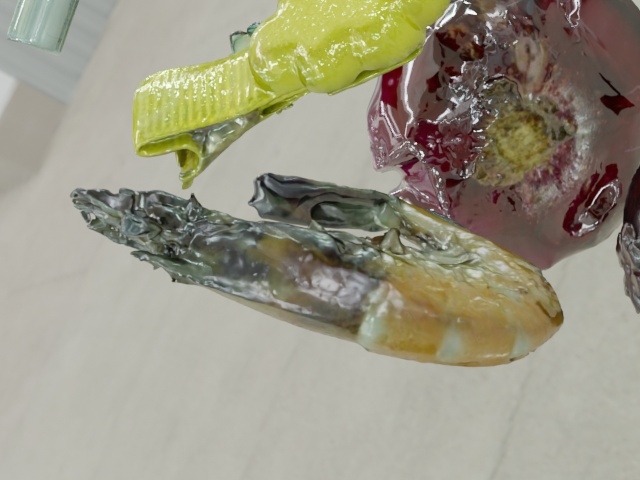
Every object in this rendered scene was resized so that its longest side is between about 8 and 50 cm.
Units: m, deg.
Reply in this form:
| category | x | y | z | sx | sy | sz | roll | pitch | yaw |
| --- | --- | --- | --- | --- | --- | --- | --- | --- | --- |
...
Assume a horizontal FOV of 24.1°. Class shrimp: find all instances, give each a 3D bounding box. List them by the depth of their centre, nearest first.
| category | x | y | z | sx | sy | sz | roll | pitch | yaw |
| --- | --- | --- | --- | --- | --- | --- | --- | --- | --- |
| shrimp | 0.000 | 0.000 | 1.328 | 0.272 | 0.445 | 0.085 | -96 | 20 | -62 |

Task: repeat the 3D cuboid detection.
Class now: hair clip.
| category | x | y | z | sx | sy | sz | roll | pitch | yaw |
| --- | --- | --- | --- | --- | --- | --- | --- | --- | --- |
| hair clip | -0.015 | -0.088 | 0.706 | 0.173 | 0.046 | 0.072 | -25 | 52 | 29 |

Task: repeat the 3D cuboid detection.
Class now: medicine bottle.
| category | x | y | z | sx | sy | sz | roll | pitch | yaw |
| --- | --- | --- | --- | --- | --- | --- | --- | --- | --- |
| medicine bottle | -0.222 | -0.196 | 1.224 | 0.047 | 0.047 | 0.083 | 26 | 96 | 68 |

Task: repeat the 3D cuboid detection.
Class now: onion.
| category | x | y | z | sx | sy | sz | roll | pitch | yaw |
| --- | --- | --- | --- | --- | --- | --- | --- | --- | --- |
| onion | 0.218 | -0.162 | 1.934 | 0.398 | 0.398 | 0.420 | -63 | 19 | -6 |

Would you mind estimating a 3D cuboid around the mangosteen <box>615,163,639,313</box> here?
| category | x | y | z | sx | sy | sz | roll | pitch | yaw |
| --- | --- | --- | --- | --- | --- | --- | --- | --- | --- |
| mangosteen | 0.487 | -0.004 | 1.561 | 0.347 | 0.306 | 0.307 | -11 | 34 | 2 |

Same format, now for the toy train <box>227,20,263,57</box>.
| category | x | y | z | sx | sy | sz | roll | pitch | yaw |
| --- | --- | --- | --- | --- | --- | --- | --- | --- | --- |
| toy train | -0.025 | -0.243 | 1.849 | 0.188 | 0.099 | 0.072 | -16 | 82 | 26 |
